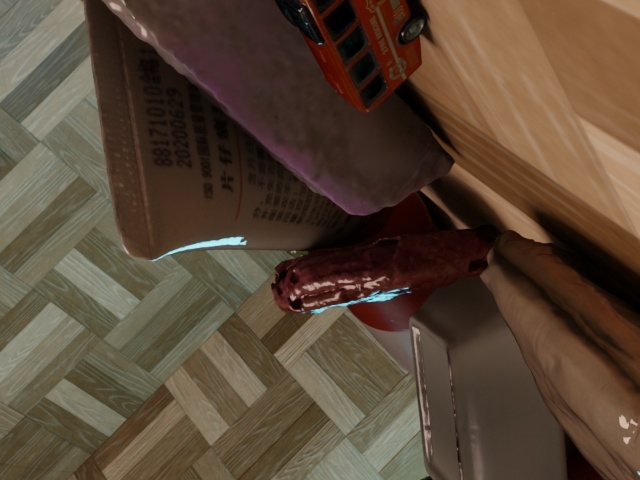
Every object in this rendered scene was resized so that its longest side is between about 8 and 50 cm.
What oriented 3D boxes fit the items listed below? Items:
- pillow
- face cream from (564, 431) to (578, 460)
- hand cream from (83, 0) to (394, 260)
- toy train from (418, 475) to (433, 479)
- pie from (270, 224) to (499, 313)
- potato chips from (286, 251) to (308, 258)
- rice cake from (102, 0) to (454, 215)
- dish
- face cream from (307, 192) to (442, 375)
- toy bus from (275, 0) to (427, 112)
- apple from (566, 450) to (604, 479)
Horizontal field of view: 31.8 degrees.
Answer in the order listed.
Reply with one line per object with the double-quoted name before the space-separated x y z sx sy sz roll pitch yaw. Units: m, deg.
"pillow" 0.167 0.096 0.581 0.173 0.067 0.270 51 -178 40
"face cream" 0.177 0.153 0.992 0.101 0.101 0.251 45 178 11
"hand cream" -0.038 -0.042 0.634 0.314 0.089 0.139 22 -123 -69
"toy train" 0.171 0.247 1.031 0.086 0.088 0.407 21 -170 28
"pie" 0.043 0.017 0.698 0.153 0.154 0.038 72 -175 -85
"potato chips" 0.003 0.002 1.506 0.373 0.097 0.389 45 178 12
"rice cake" -0.067 -0.119 0.460 0.399 0.070 0.064 40 -177 -47
"dish" 0.112 0.137 0.775 0.154 0.064 0.234 -143 44 -75
"face cream" 0.068 0.035 0.887 0.096 0.096 0.214 44 177 31
"toy bus" 0.010 -0.085 0.407 0.031 0.043 0.110 44 178 22
"apple" 0.232 0.217 0.803 0.163 0.139 0.163 34 -172 -6
